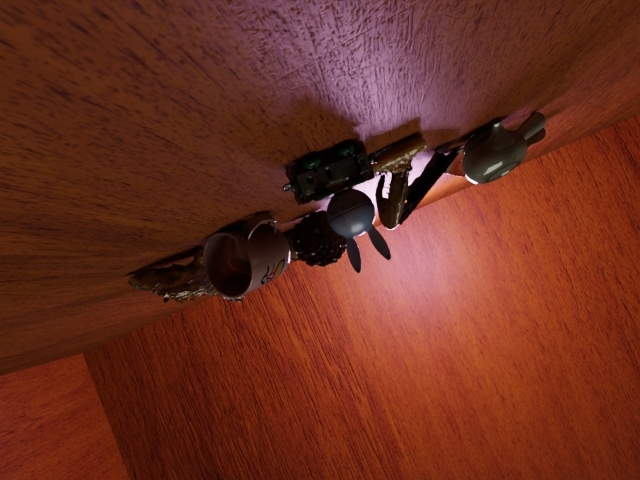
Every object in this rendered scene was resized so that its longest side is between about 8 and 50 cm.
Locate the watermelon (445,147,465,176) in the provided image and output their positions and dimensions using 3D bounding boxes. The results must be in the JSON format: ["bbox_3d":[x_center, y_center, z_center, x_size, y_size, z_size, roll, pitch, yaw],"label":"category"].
[{"bbox_3d":[0.449,-0.246,1.979,0.125,0.094,0.135,-33,-172,48],"label":"watermelon"}]

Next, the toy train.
[{"bbox_3d":[0.019,-0.145,1.286,0.228,0.091,0.136,-22,-175,-13],"label":"toy train"}]

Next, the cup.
[{"bbox_3d":[-0.196,0.024,1.720,0.200,0.191,0.252,-22,143,-52],"label":"cup"}]

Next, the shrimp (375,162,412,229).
[{"bbox_3d":[0.218,-0.169,1.807,0.058,0.169,0.296,-10,136,-21],"label":"shrimp"}]

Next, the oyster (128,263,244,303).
[{"bbox_3d":[-0.401,0.122,1.803,0.355,0.107,0.201,2,-168,-30],"label":"oyster"}]

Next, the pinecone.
[{"bbox_3d":[0.000,0.000,2.075,0.208,0.207,0.208,-23,175,-2],"label":"pinecone"}]

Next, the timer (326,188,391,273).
[{"bbox_3d":[0.122,-0.048,1.920,0.175,0.255,0.175,-27,-162,9],"label":"timer"}]

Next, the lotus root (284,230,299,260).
[{"bbox_3d":[-0.057,0.012,2.331,0.260,0.128,0.145,-5,-176,-44],"label":"lotus root"}]

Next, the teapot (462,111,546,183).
[{"bbox_3d":[0.575,-0.288,1.861,0.318,0.149,0.220,-16,164,-42],"label":"teapot"}]

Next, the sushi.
[{"bbox_3d":[0.314,-0.180,1.901,0.290,0.050,0.264,-52,-177,5],"label":"sushi"}]

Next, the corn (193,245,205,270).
[{"bbox_3d":[-0.364,0.060,1.843,0.067,0.067,0.206,-21,175,-20],"label":"corn"}]

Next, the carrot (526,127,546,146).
[{"bbox_3d":[0.706,-0.363,2.154,0.342,0.070,0.070,-18,173,-33],"label":"carrot"}]

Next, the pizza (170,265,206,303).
[{"bbox_3d":[-0.439,0.141,2.183,0.278,0.114,0.409,-27,174,-15],"label":"pizza"}]

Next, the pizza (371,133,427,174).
[{"bbox_3d":[0.192,-0.207,1.535,0.182,0.062,0.161,-25,176,8],"label":"pizza"}]
